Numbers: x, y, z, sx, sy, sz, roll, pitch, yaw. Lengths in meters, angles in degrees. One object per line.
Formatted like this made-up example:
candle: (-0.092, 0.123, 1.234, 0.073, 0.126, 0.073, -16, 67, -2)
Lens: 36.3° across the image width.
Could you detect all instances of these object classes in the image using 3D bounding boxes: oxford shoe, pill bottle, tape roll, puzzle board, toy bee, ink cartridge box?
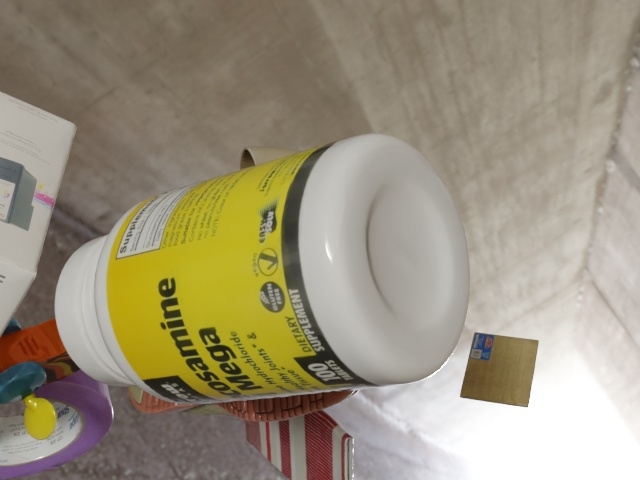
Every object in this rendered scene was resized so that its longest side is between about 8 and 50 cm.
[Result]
oxford shoe: (-0.074, 0.156, 1.223, 0.146, 0.397, 0.140, 14, 75, -44)
pill bottle: (-0.062, 0.038, 0.807, 0.188, 0.334, 0.188, 18, 66, -48)
tape roll: (-0.451, 0.248, 1.445, 0.275, 0.275, 0.090, 51, 15, -53)
puzzle board: (0.260, 0.186, 1.413, 0.128, 0.096, 0.011, -67, 156, -46)
toy bee: (-0.432, 0.169, 1.268, 0.298, 0.162, 0.195, 8, 49, -32)
ink cartridge box: (-0.393, 0.014, 1.106, 0.119, 0.207, 0.353, 25, 35, -21)

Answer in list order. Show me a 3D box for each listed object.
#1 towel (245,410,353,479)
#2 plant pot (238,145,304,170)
towel: (-0.045, 0.374, 1.877, 0.329, 0.037, 0.237, 32, -45, 42)
plant pot: (0.000, 0.000, 1.390, 0.284, 0.191, 0.284, 173, -90, -78)
